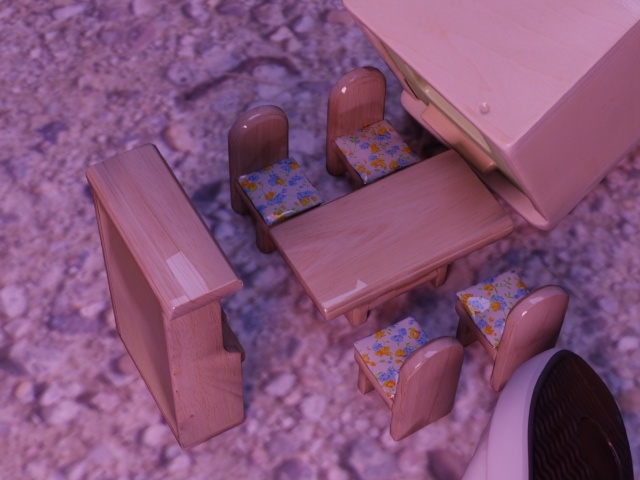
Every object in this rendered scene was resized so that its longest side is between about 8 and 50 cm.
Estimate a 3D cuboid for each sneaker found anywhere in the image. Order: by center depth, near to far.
[{"bbox_3d":[0.087,0.166,0.690,0.106,0.123,0.290,50,36,-13],"label":"sneaker"}]

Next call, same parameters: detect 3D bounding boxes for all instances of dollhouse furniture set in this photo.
[{"bbox_3d":[0.000,0.000,0.769,0.242,0.161,0.212,-24,58,-18],"label":"dollhouse furniture set"}]

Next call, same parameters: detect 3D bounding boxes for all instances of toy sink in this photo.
[{"bbox_3d":[0.134,-0.109,0.854,0.131,0.234,0.153,-45,67,3],"label":"toy sink"}]
